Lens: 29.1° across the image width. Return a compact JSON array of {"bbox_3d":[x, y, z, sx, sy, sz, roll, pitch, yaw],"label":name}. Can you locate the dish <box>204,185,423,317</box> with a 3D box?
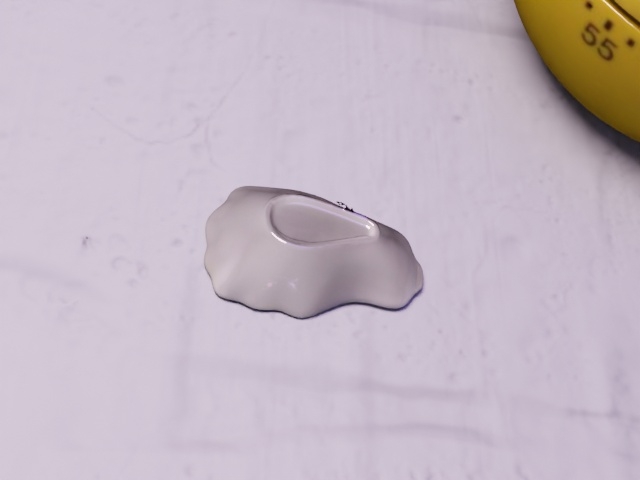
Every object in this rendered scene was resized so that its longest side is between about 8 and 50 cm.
[{"bbox_3d":[0.000,0.000,0.739,0.137,0.039,0.091,10,51,-7],"label":"dish"}]

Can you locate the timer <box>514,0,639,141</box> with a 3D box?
[{"bbox_3d":[0.305,-0.245,0.799,0.376,0.387,0.376,9,53,-12],"label":"timer"}]
